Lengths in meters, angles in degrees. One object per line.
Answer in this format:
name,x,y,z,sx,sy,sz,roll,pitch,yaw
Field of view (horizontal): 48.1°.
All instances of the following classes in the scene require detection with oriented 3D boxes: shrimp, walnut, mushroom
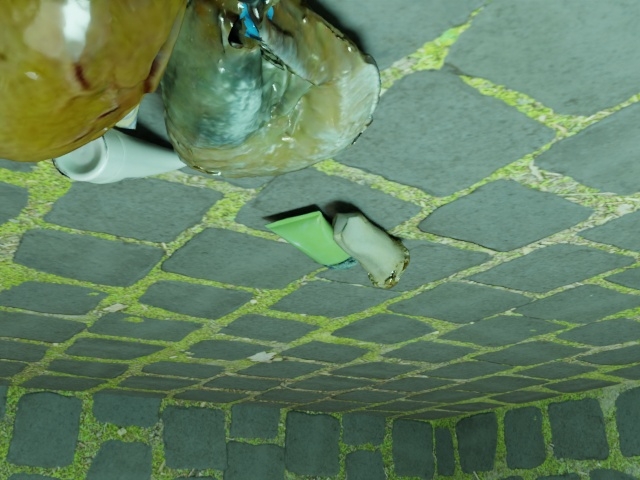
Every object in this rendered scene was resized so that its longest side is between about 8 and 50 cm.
shrimp,-0.044,-0.158,0.657,0.221,0.110,0.445,-5,162,-5
walnut,-0.192,-0.163,0.482,0.203,0.203,0.298,9,163,-24
mushroom,0.069,0.008,1.093,0.071,0.084,0.209,23,172,36

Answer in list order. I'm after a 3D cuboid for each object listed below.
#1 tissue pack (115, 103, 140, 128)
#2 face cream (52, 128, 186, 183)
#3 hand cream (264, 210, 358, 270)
tissue pack,-0.241,-0.161,0.685,0.148,0.060,0.108,7,156,-20
face cream,-0.213,-0.091,0.793,0.092,0.058,0.244,-1,-177,6
hand cream,0.000,0.000,1.118,0.095,0.046,0.175,-12,149,28
